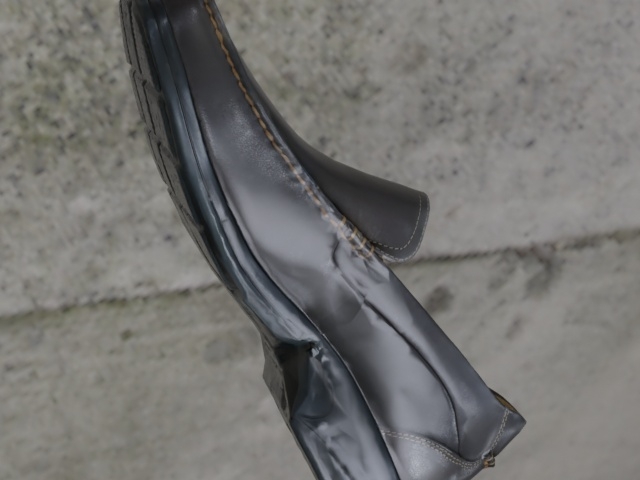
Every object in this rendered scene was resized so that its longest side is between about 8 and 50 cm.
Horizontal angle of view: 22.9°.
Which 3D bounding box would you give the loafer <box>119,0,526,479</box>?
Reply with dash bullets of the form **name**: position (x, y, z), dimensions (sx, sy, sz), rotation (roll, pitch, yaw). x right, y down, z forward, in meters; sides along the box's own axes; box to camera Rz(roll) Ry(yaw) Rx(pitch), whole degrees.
- **loafer**: position (0.000, 0.000, 0.425), dimensions (0.061, 0.062, 0.170), rotation (-27, 114, -5)
